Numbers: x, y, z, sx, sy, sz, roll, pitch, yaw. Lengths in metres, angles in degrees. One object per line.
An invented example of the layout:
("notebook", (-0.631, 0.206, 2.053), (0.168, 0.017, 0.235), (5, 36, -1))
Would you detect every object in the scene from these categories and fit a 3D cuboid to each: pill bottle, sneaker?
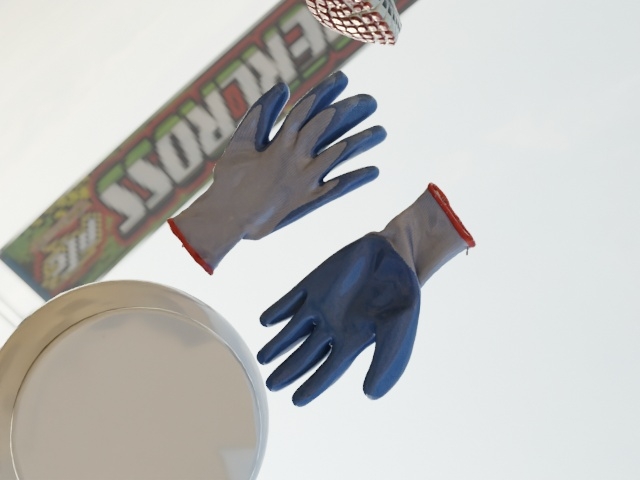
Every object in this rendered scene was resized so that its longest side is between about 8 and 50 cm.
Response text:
("pill bottle", (-0.141, 0.123, 0.806), (0.188, 0.188, 0.334), (-48, -174, -14))
("sneaker", (0.032, -0.260, 1.054), (0.088, 0.225, 0.092), (20, -110, 28))

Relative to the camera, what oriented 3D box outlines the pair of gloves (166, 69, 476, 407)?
("pair of gloves", (0.000, 0.000, 0.695), (0.159, 0.198, 0.023), (-42, 157, 13))
